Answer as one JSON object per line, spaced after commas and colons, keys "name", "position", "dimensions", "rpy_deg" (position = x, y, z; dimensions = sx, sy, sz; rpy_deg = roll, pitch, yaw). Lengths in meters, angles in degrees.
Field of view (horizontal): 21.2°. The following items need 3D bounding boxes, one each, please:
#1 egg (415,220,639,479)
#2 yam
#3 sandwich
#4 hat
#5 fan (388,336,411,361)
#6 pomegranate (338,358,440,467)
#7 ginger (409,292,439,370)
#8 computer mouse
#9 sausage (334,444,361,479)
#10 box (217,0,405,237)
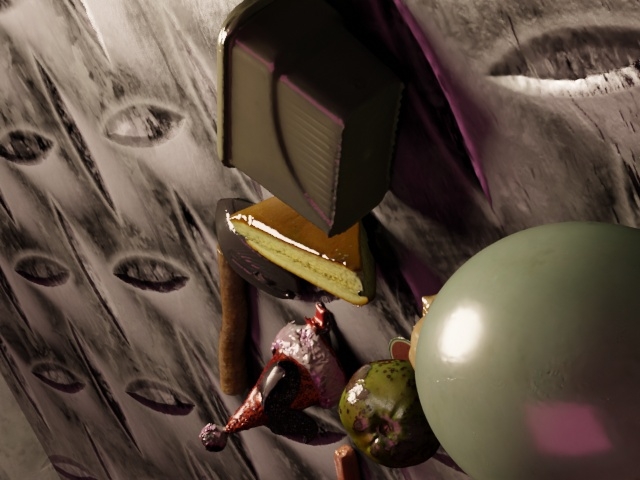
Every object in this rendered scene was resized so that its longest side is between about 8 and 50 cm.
{"name": "egg", "position": [0.243, 0.121, 1.543], "dimensions": [0.389, 0.276, 0.276], "rpy_deg": [6, 125, 60]}
{"name": "yam", "position": [-0.128, 0.113, 2.470], "dimensions": [0.326, 0.045, 0.045], "rpy_deg": [92, 169, -49]}
{"name": "sandwich", "position": [0.000, 0.000, 2.066], "dimensions": [0.244, 0.088, 0.090], "rpy_deg": [24, 148, 43]}
{"name": "hat", "position": [-0.065, 0.201, 2.253], "dimensions": [0.129, 0.227, 0.140], "rpy_deg": [45, 158, 26]}
{"name": "fan", "position": [0.109, 0.166, 2.151], "dimensions": [0.085, 0.005, 0.133], "rpy_deg": [51, 154, 9]}
{"name": "pomegranate", "position": [0.086, 0.219, 2.105], "dimensions": [0.138, 0.125, 0.163], "rpy_deg": [39, 152, 4]}
{"name": "ginger", "position": [0.191, 0.137, 1.808], "dimensions": [0.267, 0.138, 0.152], "rpy_deg": [44, 177, 24]}
{"name": "computer mouse", "position": [-0.090, 0.016, 2.269], "dimensions": [0.172, 0.057, 0.099], "rpy_deg": [50, 147, 11]}
{"name": "sausage", "position": [0.043, 0.348, 2.451], "dimensions": [0.035, 0.030, 0.147], "rpy_deg": [38, 149, 41]}
{"name": "box", "position": [-0.009, -0.144, 1.871], "dimensions": [0.178, 0.138, 0.274], "rpy_deg": [40, 153, 21]}
